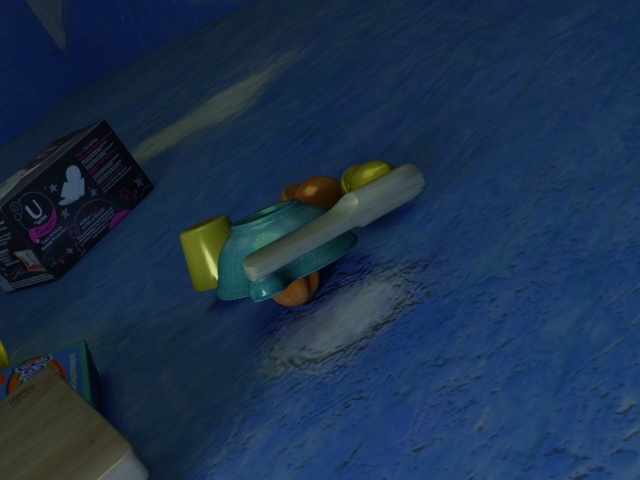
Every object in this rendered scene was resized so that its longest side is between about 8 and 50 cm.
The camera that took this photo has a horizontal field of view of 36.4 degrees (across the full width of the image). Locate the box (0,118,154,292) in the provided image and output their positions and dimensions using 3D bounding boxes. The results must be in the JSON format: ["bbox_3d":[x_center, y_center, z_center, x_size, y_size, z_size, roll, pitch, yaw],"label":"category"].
[{"bbox_3d":[-0.416,-0.056,1.516,0.163,0.142,0.247,-13,28,43],"label":"box"}]

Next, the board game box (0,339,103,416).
[{"bbox_3d":[-0.308,0.171,0.896,0.210,0.047,0.160,-19,18,-11],"label":"board game box"}]

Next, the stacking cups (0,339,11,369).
[{"bbox_3d":[-0.460,0.182,0.987,0.096,0.096,0.316,-20,8,32],"label":"stacking cups"}]

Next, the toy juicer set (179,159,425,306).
[{"bbox_3d":[0.000,0.000,0.868,0.209,0.089,0.329,-25,9,-15],"label":"toy juicer set"}]

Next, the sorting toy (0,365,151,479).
[{"bbox_3d":[-0.244,0.228,0.686,0.257,0.089,0.255,-40,21,-18],"label":"sorting toy"}]
